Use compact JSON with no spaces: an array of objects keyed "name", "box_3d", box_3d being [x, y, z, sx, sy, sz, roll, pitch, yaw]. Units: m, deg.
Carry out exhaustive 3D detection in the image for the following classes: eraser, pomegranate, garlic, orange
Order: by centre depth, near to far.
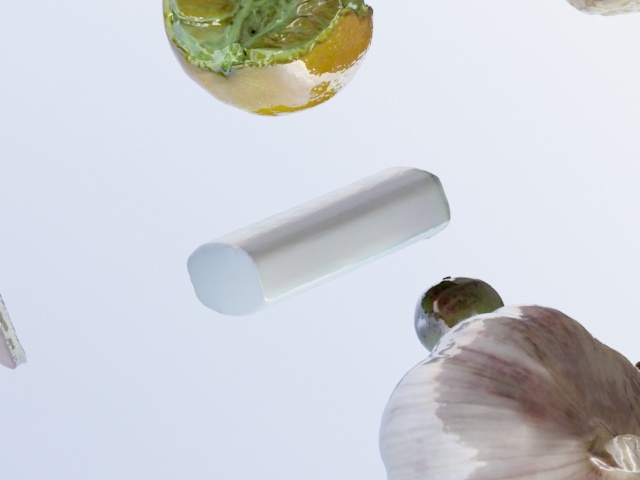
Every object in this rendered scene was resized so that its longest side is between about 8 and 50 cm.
[{"name":"garlic","box_3d":[0.179,0.160,1.042,0.245,0.253,0.245,6,-103,-30]},{"name":"orange","box_3d":[-0.059,-0.220,1.607,0.237,0.158,0.179,22,-134,23]},{"name":"pomegranate","box_3d":[0.174,0.111,1.786,0.114,0.114,0.142,-16,-97,-63]},{"name":"eraser","box_3d":[0.000,0.000,1.826,0.290,0.189,0.104,-23,-77,-29]}]

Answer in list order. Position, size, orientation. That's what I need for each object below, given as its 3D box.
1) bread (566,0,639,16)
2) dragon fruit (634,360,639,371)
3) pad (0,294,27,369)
[{"name":"bread","box_3d":[0.205,-0.251,0.942,0.120,0.236,0.198,9,-106,-13]},{"name":"dragon fruit","box_3d":[0.404,0.205,1.572,0.193,0.274,0.192,1,-113,-33]},{"name":"pad","box_3d":[-0.414,-0.012,1.409,0.286,0.284,0.018,28,-120,22]}]
